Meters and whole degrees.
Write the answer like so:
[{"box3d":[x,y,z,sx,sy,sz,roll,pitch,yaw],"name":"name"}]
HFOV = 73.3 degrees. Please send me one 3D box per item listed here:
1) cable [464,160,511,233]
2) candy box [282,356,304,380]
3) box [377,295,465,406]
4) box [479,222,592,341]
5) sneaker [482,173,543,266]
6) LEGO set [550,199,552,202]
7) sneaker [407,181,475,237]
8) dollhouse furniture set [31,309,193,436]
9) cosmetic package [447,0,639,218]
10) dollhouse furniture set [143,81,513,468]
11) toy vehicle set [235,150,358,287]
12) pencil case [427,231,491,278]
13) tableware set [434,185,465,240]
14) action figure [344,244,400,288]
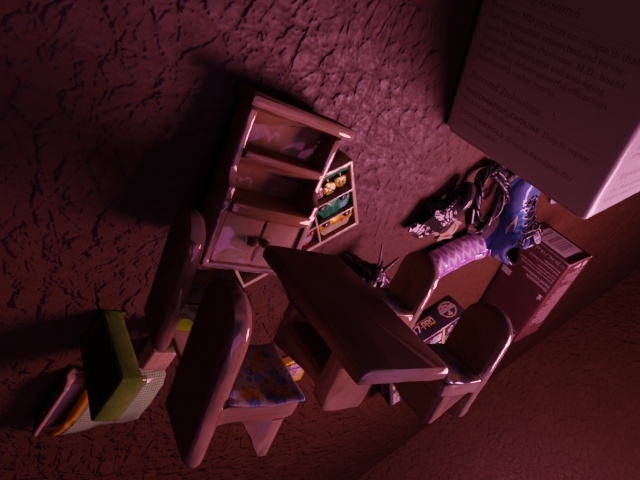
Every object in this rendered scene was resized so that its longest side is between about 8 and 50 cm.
[{"box3d":[0.422,-0.111,1.065,0.150,0.047,0.185,-24,126,-24],"name":"cable"},{"box3d":[-0.129,0.353,1.122,0.205,0.027,0.105,-8,136,-34],"name":"candy box"},{"box3d":[0.347,0.402,1.512,0.318,0.097,0.395,-30,142,-14],"name":"box"},{"box3d":[0.724,0.148,1.492,0.143,0.191,0.382,-15,135,-28],"name":"box"},{"box3d":[0.554,-0.062,1.170,0.129,0.147,0.330,-21,138,-22],"name":"sneaker"},{"box3d":[0.763,-0.138,1.229,0.182,0.060,0.244,-15,167,25],"name":"LEGO set"},{"box3d":[0.282,-0.073,1.002,0.089,0.051,0.170,17,116,-33],"name":"sneaker"},{"box3d":[-0.348,0.288,0.769,0.197,0.151,0.302,20,114,-49],"name":"dollhouse furniture set"},{"box3d":[0.478,-0.319,0.699,0.329,0.327,0.394,-21,140,-23],"name":"cosmetic package"},{"box3d":[0.000,0.000,0.527,0.362,0.394,0.257,10,113,-36],"name":"dollhouse furniture set"},{"box3d":[-0.055,-0.035,0.782,0.266,0.035,0.166,-29,141,-13],"name":"toy vehicle set"},{"box3d":[0.360,0.049,1.170,0.206,0.088,0.086,-24,138,-18],"name":"pencil case"},{"box3d":[0.338,-0.065,1.091,0.141,0.020,0.169,9,123,-44],"name":"tableware set"},{"box3d":[0.077,0.143,0.976,0.164,0.141,0.276,32,116,-12],"name":"action figure"}]
